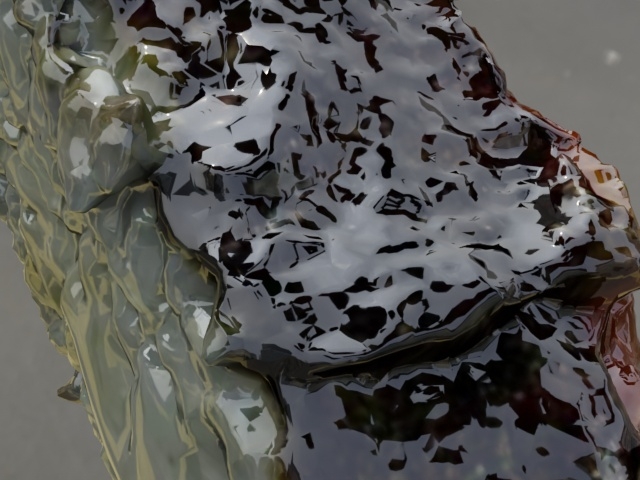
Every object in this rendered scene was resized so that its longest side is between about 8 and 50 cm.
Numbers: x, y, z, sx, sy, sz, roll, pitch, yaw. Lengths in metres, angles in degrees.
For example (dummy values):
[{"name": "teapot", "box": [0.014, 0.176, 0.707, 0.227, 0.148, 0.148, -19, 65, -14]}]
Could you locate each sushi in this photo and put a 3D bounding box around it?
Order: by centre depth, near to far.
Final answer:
[{"name": "sushi", "box": [0.000, 0.000, 0.615, 0.182, 0.196, 0.343, -24, 71, -14]}]
